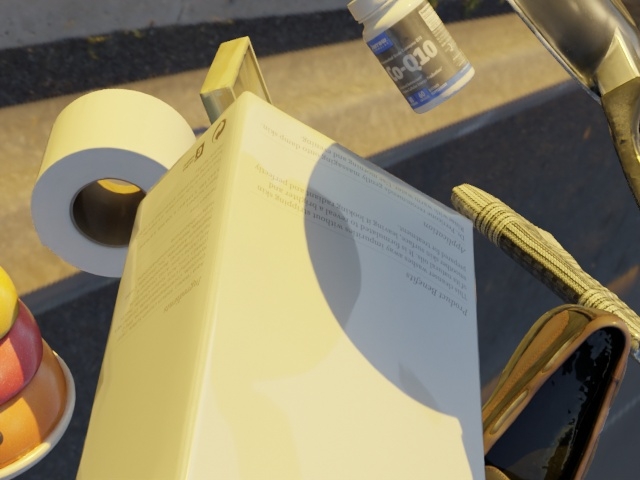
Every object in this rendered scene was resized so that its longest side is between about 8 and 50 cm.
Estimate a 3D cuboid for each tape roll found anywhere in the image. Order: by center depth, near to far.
[{"bbox_3d":[-0.311,-0.088,1.561,0.169,0.246,0.246,-94,-171,-52],"label":"tape roll"}]

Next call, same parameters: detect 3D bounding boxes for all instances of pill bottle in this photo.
[{"bbox_3d":[0.093,-0.208,1.057,0.078,0.137,0.078,-36,-169,8],"label":"pill bottle"}]

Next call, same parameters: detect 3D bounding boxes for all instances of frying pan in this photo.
[{"bbox_3d":[0.127,-0.117,0.531,0.053,0.326,0.197,-38,123,22],"label":"frying pan"}]

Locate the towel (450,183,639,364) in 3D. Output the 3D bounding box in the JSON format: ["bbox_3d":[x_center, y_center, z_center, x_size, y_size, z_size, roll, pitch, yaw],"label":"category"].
[{"bbox_3d":[0.338,0.063,1.272,0.056,0.312,0.324,-51,144,7],"label":"towel"}]

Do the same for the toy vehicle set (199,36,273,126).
[{"bbox_3d":[-0.066,-0.087,1.187,0.166,0.035,0.267,-82,156,-61],"label":"toy vehicle set"}]

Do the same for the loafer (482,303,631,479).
[{"bbox_3d":[0.166,0.186,0.839,0.303,0.109,0.095,-61,-178,-9],"label":"loafer"}]

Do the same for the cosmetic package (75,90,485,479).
[{"bbox_3d":[-0.021,0.122,0.627,0.156,0.217,0.385,-39,-148,41],"label":"cosmetic package"}]

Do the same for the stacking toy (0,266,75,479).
[{"bbox_3d":[-0.591,0.131,1.599,0.350,0.350,0.480,-41,145,-40],"label":"stacking toy"}]
